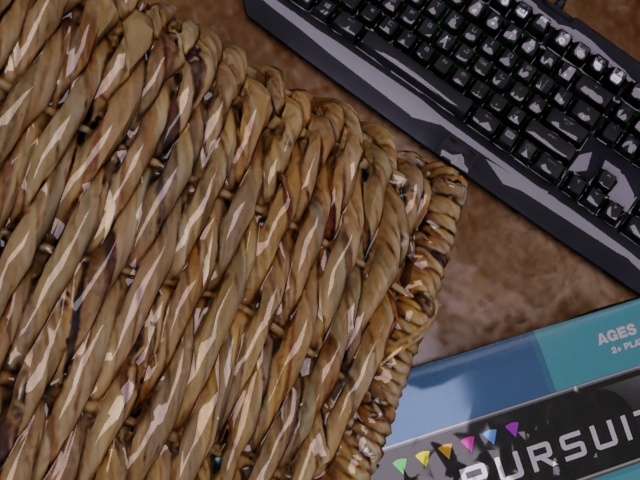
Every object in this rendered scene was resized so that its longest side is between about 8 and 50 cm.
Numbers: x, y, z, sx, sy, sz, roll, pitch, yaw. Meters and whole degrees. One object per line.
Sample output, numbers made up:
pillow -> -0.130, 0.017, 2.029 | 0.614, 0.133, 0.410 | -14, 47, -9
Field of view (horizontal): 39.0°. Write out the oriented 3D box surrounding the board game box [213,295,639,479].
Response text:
board game box -> 0.094, 0.222, 0.435 | 0.254, 0.079, 0.336 | -16, 81, -10

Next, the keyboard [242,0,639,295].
keyboard -> 0.132, -0.125, 0.535 | 0.317, 0.033, 0.201 | 35, 76, 0

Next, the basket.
basket -> -0.116, 0.062, 0.387 | 0.223, 0.213, 0.299 | 26, 75, -25
